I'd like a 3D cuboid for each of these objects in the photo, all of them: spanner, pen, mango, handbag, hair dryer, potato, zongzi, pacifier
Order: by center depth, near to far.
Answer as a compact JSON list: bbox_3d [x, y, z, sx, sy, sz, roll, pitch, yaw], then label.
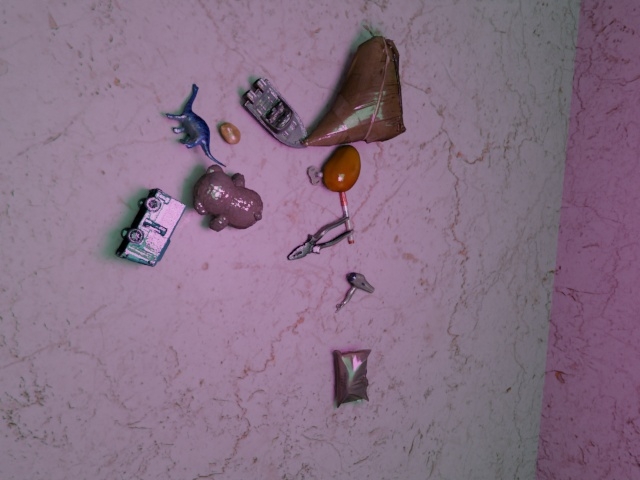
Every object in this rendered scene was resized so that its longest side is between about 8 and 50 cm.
[{"bbox_3d":[-0.335,-0.399,1.719,0.083,0.062,0.068,65,32,-43],"label":"potato"},{"bbox_3d":[0.119,-0.642,1.875,0.466,0.218,0.501,-11,100,-30],"label":"zongzi"},{"bbox_3d":[-0.011,-0.272,1.920,0.068,0.064,0.083,-34,111,-33],"label":"pacifier"},{"bbox_3d":[0.099,-0.300,1.951,0.151,0.120,0.221,47,64,-24],"label":"mango"},{"bbox_3d":[0.000,0.000,1.957,0.324,0.040,0.096,-29,104,-20],"label":"spanner"},{"bbox_3d":[0.117,-0.100,2.032,0.028,0.028,0.239,-18,104,-28],"label":"pen"},{"bbox_3d":[0.147,0.606,2.061,0.182,0.117,0.271,-4,96,-17],"label":"handbag"},{"bbox_3d":[0.164,0.248,2.083,0.167,0.067,0.199,18,96,-36],"label":"hair dryer"}]

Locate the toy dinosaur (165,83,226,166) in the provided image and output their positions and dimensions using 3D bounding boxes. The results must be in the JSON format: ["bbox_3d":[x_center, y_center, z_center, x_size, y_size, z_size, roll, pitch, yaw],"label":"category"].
[{"bbox_3d":[-0.455,-0.392,1.633,0.144,0.076,0.329,-19,83,-19],"label":"toy dinosaur"}]

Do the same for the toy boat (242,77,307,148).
[{"bbox_3d":[-0.159,-0.476,1.798,0.319,0.092,0.141,44,74,-27],"label":"toy boat"}]

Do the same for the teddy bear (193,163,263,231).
[{"bbox_3d":[-0.339,-0.143,1.686,0.267,0.151,0.236,24,80,-31],"label":"teddy bear"}]

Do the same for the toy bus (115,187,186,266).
[{"bbox_3d":[-0.576,-0.038,1.570,0.147,0.128,0.256,31,77,-30],"label":"toy bus"}]
